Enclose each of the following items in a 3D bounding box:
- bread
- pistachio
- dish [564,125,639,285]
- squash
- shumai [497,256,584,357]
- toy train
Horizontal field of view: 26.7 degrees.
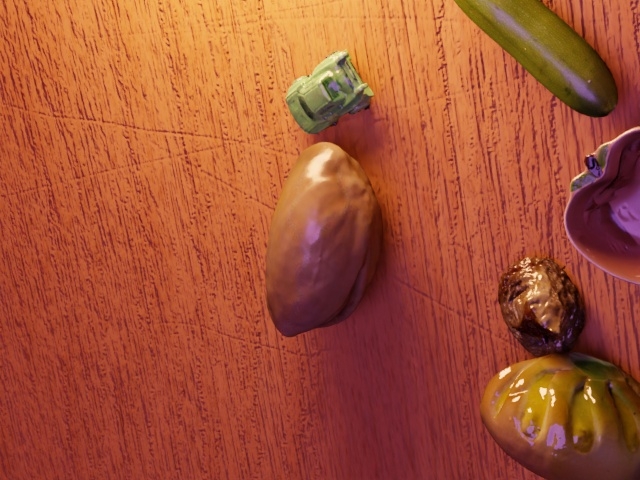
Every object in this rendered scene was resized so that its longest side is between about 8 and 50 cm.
[{"bbox_3d":[0.363,0.256,1.839,0.260,0.156,0.158,7,116,-19],"label":"bread"},{"bbox_3d":[0.000,0.000,1.969,0.181,0.162,0.293,28,120,38],"label":"pistachio"},{"bbox_3d":[0.431,-0.053,1.764,0.213,0.090,0.213,8,109,24],"label":"dish"},{"bbox_3d":[0.283,-0.271,1.786,0.292,0.082,0.082,44,119,12],"label":"squash"},{"bbox_3d":[0.297,0.093,1.881,0.123,0.105,0.139,-19,70,34],"label":"shumai"},{"bbox_3d":[0.012,-0.215,1.947,0.149,0.081,0.099,-31,89,31],"label":"toy train"}]
